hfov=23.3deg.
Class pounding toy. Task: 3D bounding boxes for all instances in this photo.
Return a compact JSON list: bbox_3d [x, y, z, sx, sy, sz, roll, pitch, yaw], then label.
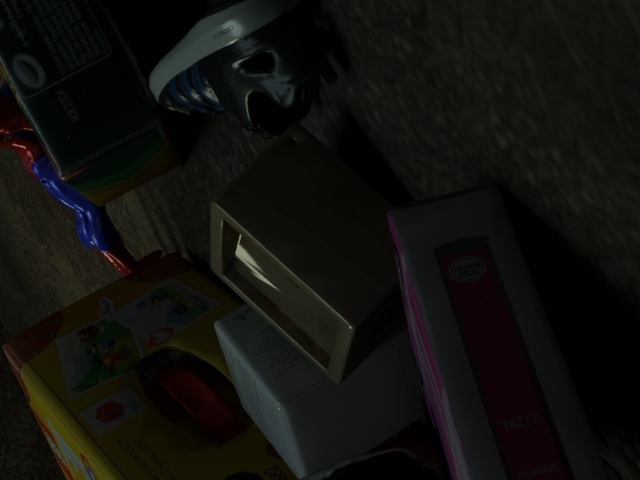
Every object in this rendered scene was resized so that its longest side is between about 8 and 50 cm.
[{"bbox_3d":[0.000,0.000,0.935,0.130,0.100,0.141,42,161,12],"label":"pounding toy"}]

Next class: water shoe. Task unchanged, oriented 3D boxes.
[{"bbox_3d":[-0.050,-0.092,0.936,0.080,0.073,0.203,59,164,-1],"label":"water shoe"}]

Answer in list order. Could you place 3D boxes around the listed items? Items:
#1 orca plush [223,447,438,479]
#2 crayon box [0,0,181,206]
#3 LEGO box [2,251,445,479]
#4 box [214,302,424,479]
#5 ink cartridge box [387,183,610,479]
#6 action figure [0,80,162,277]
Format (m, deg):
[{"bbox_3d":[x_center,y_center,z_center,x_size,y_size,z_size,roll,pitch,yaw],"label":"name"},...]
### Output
[{"bbox_3d":[-0.035,0.219,0.867,0.287,0.102,0.151,-31,105,41],"label":"orca plush"},{"bbox_3d":[-0.185,-0.134,1.144,0.202,0.081,0.318,61,177,2],"label":"crayon box"},{"bbox_3d":[-0.041,0.270,1.278,0.500,0.193,0.373,31,146,59],"label":"LEGO box"},{"bbox_3d":[0.001,0.084,1.013,0.087,0.102,0.101,49,162,38],"label":"box"},{"bbox_3d":[0.105,0.159,0.691,0.371,0.069,0.176,-107,4,-47],"label":"ink cartridge box"},{"bbox_3d":[-0.227,-0.091,1.453,0.280,0.139,0.091,43,167,-22],"label":"action figure"}]
